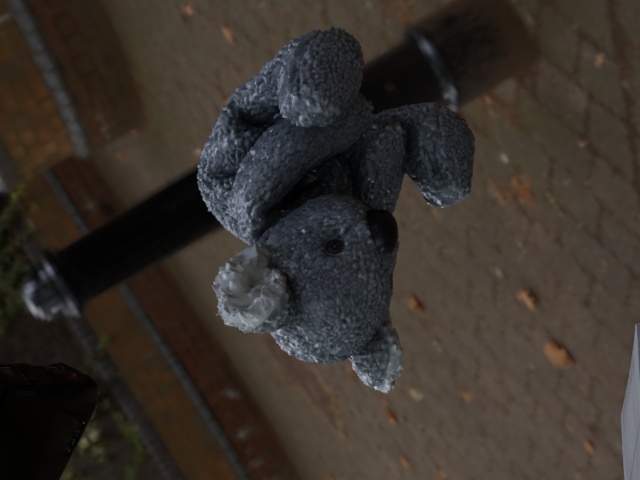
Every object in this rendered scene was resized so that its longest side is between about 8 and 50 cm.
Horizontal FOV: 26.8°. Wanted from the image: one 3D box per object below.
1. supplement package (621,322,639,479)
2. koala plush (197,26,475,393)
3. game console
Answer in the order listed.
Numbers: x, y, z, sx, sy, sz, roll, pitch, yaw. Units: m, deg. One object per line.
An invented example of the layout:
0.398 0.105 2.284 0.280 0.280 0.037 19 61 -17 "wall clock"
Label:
0.340 0.206 1.176 0.244 0.134 0.139 -79 -10 -46 "supplement package"
0.000 0.000 1.015 0.196 0.203 0.221 28 -135 -38 "koala plush"
-0.379 0.211 1.241 0.361 0.213 0.044 5 -151 -50 "game console"
